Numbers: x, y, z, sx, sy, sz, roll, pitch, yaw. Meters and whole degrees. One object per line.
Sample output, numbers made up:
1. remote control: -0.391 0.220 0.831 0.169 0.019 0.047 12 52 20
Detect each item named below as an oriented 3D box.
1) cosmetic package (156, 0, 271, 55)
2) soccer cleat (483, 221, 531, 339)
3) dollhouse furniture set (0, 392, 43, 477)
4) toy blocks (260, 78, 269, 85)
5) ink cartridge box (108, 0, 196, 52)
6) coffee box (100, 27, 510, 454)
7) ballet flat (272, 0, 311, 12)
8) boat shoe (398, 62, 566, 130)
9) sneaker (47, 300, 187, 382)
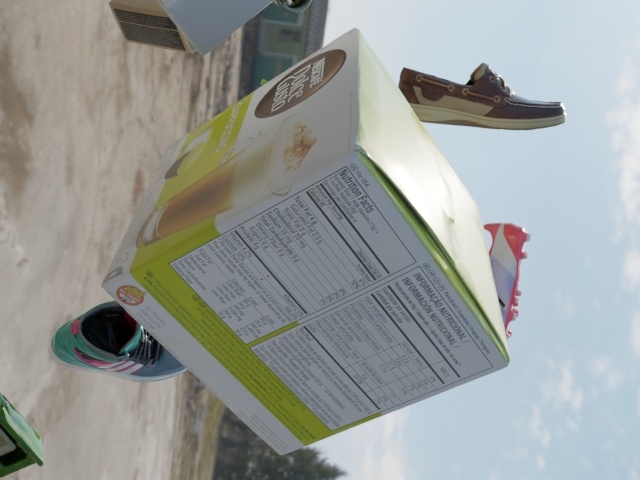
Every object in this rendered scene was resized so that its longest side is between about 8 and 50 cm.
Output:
1. cosmetic package: -0.076 -0.436 0.888 0.284 0.377 0.097 53 2 30
2. soccer cleat: 0.345 0.086 1.446 0.083 0.095 0.247 -2 102 -70
3. dollhouse furniture set: -0.409 0.211 0.714 0.197 0.151 0.301 -119 -173 -51
4. toy blocks: -0.007 -0.111 1.479 0.260 0.382 0.191 -60 -147 8
5. ink cartridge box: -0.248 -0.462 1.405 0.234 0.193 0.088 -50 142 -29
6. coffee box: 0.000 0.000 0.946 0.338 0.335 0.337 51 24 -28
7. ballet flat: -0.016 -0.261 0.593 0.072 0.068 0.213 -44 172 -17
8. boat shoe: 0.319 -0.287 1.462 0.123 0.342 0.123 -82 177 -76
9. sneaker: -0.370 0.199 1.477 0.178 0.296 0.123 -37 -129 50
